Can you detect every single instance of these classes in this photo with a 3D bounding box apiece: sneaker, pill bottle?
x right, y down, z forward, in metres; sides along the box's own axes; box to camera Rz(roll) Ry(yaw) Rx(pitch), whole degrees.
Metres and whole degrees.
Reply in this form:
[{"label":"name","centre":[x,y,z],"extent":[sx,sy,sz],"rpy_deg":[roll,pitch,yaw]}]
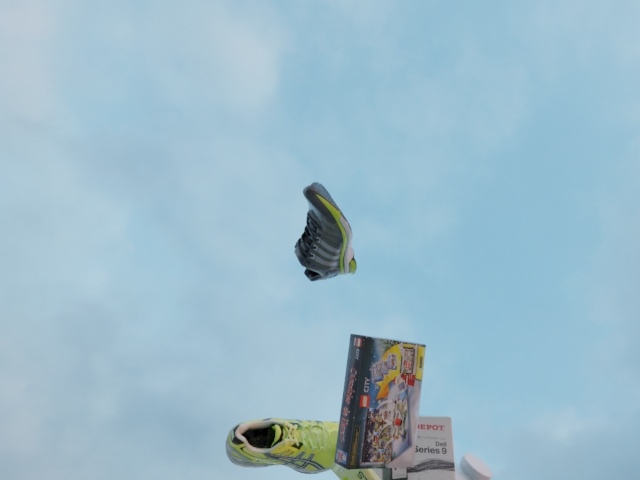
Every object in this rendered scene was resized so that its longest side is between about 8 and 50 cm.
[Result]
[{"label":"sneaker","centre":[-0.074,0.573,1.374],"extent":[0.384,0.145,0.147],"rpy_deg":[-1,-35,-9]},{"label":"sneaker","centre":[0.000,0.000,1.057],"extent":[0.121,0.111,0.300],"rpy_deg":[-26,-40,-8]},{"label":"pill bottle","centre":[0.384,0.749,1.402],"extent":[0.146,0.146,0.264],"rpy_deg":[29,-83,2]}]

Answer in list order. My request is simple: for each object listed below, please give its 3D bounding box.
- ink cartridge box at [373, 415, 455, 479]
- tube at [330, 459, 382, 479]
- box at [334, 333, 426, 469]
[{"label":"ink cartridge box","centre":[0.232,0.601,1.241],"extent":[0.210,0.289,0.122],"rpy_deg":[-1,-32,9]},{"label":"tube","centre":[0.116,0.529,0.994],"extent":[0.070,0.062,0.240],"rpy_deg":[-41,-122,-13]},{"label":"box","centre":[0.116,0.303,0.922],"extent":[0.159,0.044,0.233],"rpy_deg":[14,-102,-30]}]
